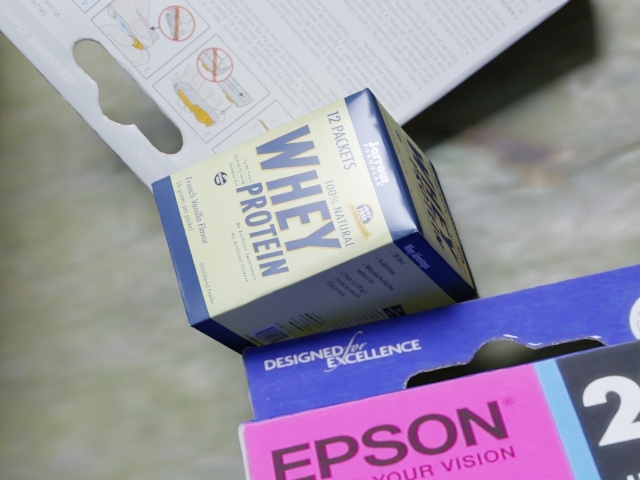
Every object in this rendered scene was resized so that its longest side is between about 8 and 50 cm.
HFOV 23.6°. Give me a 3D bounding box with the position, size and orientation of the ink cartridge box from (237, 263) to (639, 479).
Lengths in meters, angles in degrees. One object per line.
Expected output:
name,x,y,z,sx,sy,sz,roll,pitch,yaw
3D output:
ink cartridge box,0.080,0.118,0.377,0.176,0.069,0.371,-12,38,-1

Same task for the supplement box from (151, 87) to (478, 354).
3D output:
supplement box,0.000,0.000,0.540,0.083,0.083,0.056,-23,67,13

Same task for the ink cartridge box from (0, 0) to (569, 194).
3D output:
ink cartridge box,-0.017,-0.097,0.562,0.179,0.045,0.145,-35,108,25
